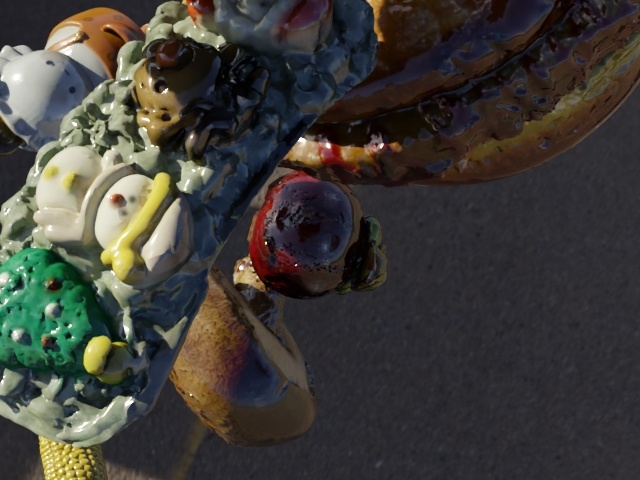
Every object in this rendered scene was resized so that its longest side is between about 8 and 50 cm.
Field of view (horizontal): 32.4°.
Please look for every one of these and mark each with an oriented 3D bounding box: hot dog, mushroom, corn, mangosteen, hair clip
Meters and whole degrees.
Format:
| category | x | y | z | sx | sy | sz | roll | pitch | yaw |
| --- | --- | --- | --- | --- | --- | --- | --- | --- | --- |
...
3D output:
| category | x | y | z | sx | sy | sz | roll | pitch | yaw |
| --- | --- | --- | --- | --- | --- | --- | --- | --- | --- |
| hot dog | 0.105 | -0.167 | 0.799 | 0.405 | 0.185 | 0.223 | -32 | 65 | 12 |
| mushroom | -0.113 | 0.141 | 1.446 | 0.163 | 0.297 | 0.278 | -23 | 45 | 16 |
| corn | -0.386 | 0.298 | 1.678 | 0.091 | 0.091 | 0.260 | -26 | 53 | 1 |
| mangosteen | 0.000 | 0.000 | 1.372 | 0.180 | 0.166 | 0.166 | 23 | 54 | -11 |
| hair clip | -0.083 | -0.052 | 0.596 | 0.138 | 0.091 | 0.321 | 24 | 63 | 12 |

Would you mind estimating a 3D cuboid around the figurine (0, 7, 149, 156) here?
| category | x | y | z | sx | sy | sz | roll | pitch | yaw |
| --- | --- | --- | --- | --- | --- | --- | --- | --- | --- |
| figurine | -0.264 | -0.158 | 1.164 | 0.143 | 0.143 | 0.271 | 42 | 58 | 16 |
